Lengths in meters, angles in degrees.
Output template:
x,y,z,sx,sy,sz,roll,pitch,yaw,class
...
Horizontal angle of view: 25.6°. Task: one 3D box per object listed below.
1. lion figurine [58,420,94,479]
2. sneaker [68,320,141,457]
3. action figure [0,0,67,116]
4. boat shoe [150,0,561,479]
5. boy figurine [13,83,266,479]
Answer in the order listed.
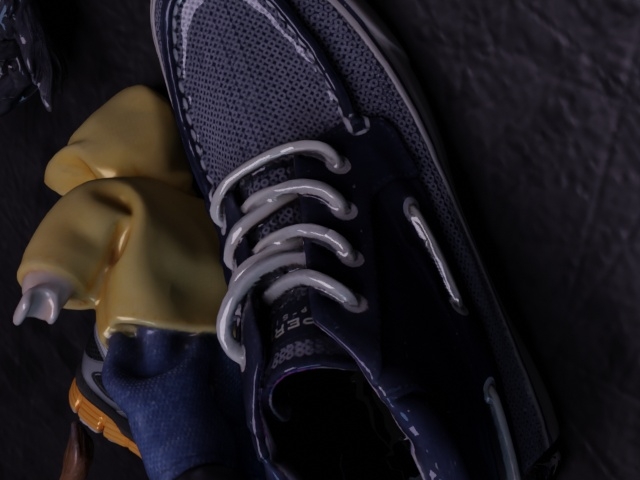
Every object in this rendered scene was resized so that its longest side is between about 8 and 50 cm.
x,y,z,sx,sy,sz,roll,pitch,yaw,class
-0.119,0.330,0.847,0.240,0.142,0.392,-38,78,14,lion figurine
-0.065,0.098,0.817,0.215,0.084,0.083,25,114,31,sneaker
-0.254,-0.120,0.855,0.275,0.141,0.164,-27,86,44,action figure
0.000,0.000,0.666,0.127,0.158,0.340,-32,87,22,boat shoe
-0.090,0.031,0.748,0.092,0.177,0.285,-46,51,30,boy figurine
